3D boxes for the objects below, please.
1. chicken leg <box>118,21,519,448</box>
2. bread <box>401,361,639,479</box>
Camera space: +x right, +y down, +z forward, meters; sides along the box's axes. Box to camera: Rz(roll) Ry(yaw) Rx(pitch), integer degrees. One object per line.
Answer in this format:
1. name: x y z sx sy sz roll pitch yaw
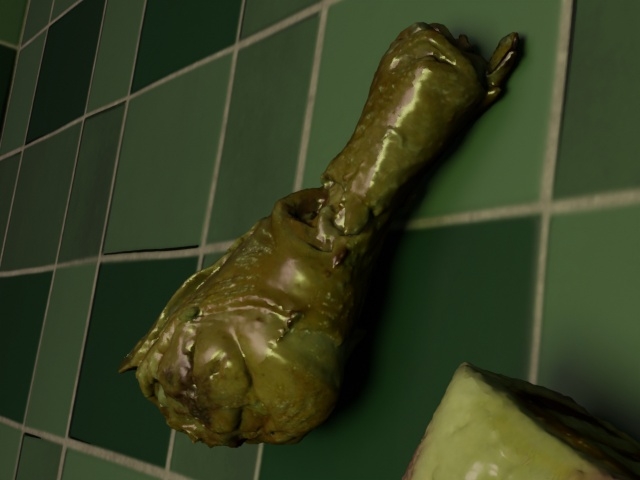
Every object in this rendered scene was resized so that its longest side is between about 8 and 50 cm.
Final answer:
1. chicken leg: 0.000 0.000 0.723 0.429 0.153 0.201 -56 30 15
2. bread: 0.088 0.253 0.478 0.187 0.155 0.338 35 107 50
